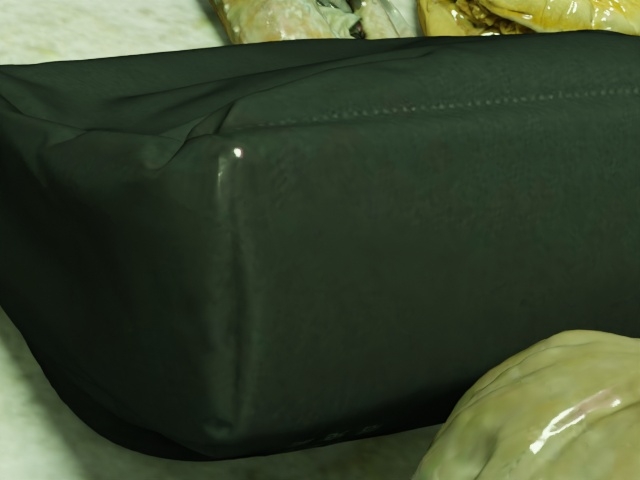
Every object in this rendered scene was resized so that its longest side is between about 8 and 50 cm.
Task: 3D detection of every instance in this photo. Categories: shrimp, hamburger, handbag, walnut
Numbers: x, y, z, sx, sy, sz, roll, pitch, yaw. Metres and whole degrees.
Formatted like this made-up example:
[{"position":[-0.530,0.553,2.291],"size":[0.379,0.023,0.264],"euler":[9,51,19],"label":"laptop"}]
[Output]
[{"position":[-0.017,-0.145,1.067],"size":[0.126,0.047,0.223],"euler":[-10,59,-45],"label":"shrimp"},{"position":[0.124,-0.142,1.117],"size":[0.138,0.083,0.147],"euler":[16,41,-10],"label":"hamburger"},{"position":[0.001,0.003,0.853],"size":[0.301,0.178,0.275],"euler":[-9,9,-35],"label":"handbag"},{"position":[0.104,0.145,0.714],"size":[0.178,0.230,0.178],"euler":[8,18,-3],"label":"walnut"}]
